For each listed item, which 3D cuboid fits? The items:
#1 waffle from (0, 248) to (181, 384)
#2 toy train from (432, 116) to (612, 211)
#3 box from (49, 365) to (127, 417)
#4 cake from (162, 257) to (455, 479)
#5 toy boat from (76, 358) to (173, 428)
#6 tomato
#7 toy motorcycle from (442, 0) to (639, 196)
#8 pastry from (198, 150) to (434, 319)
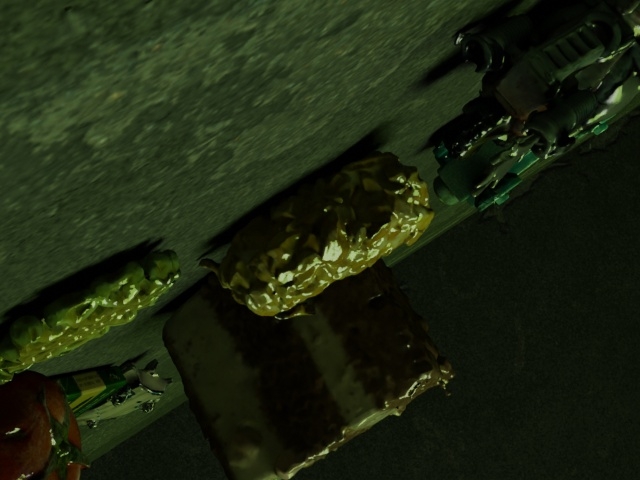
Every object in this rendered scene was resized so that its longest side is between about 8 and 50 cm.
[{"bbox_3d":[-0.207,0.066,0.825,0.183,0.036,0.169,-27,173,-36],"label":"waffle"},{"bbox_3d":[0.276,-0.154,1.220,0.298,0.120,0.194,-38,177,33],"label":"toy train"},{"bbox_3d":[-0.341,0.212,1.201,0.132,0.034,0.235,-34,173,5],"label":"box"},{"bbox_3d":[-0.019,0.132,1.197,0.290,0.282,0.255,-31,167,7],"label":"cake"},{"bbox_3d":[-0.316,0.241,1.422,0.210,0.066,0.084,-28,143,29],"label":"toy boat"},{"bbox_3d":[-0.305,0.206,0.895,0.167,0.167,0.167,-33,173,-5],"label":"tomato"},{"bbox_3d":[0.210,-0.149,0.870,0.401,0.134,0.207,-30,172,-42],"label":"toy motorcycle"},{"bbox_3d":[0.000,0.000,1.006,0.250,0.102,0.154,-32,164,-1],"label":"pastry"}]
